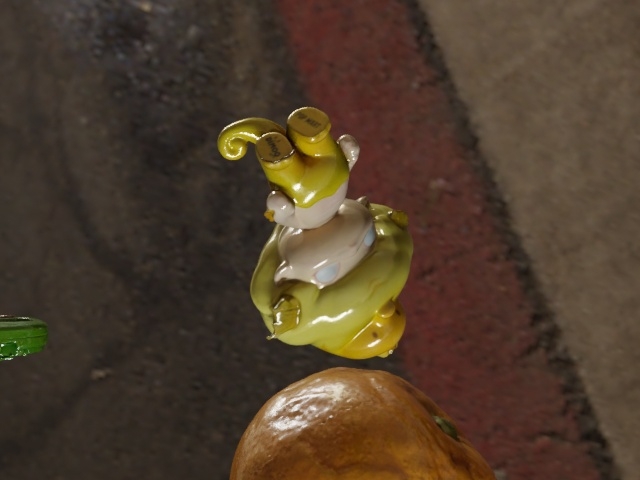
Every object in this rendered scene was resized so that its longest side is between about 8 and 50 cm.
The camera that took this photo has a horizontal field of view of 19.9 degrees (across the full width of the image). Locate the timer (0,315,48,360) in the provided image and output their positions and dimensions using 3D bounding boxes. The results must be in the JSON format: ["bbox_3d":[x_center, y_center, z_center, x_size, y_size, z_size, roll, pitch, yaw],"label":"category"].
[{"bbox_3d":[-0.395,0.115,2.152,0.128,0.140,0.047,-175,83,-67],"label":"timer"}]

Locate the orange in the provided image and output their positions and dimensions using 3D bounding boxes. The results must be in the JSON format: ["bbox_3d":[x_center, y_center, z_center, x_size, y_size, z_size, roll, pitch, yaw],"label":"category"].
[{"bbox_3d":[0.037,0.247,1.723,0.261,0.261,0.261,-16,66,40],"label":"orange"}]

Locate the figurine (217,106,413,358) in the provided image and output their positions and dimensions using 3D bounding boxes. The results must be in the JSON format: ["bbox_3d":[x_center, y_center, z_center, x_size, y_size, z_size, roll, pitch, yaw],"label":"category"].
[{"bbox_3d":[0.000,0.000,1.446,0.156,0.246,0.131,-37,48,-22],"label":"figurine"}]
